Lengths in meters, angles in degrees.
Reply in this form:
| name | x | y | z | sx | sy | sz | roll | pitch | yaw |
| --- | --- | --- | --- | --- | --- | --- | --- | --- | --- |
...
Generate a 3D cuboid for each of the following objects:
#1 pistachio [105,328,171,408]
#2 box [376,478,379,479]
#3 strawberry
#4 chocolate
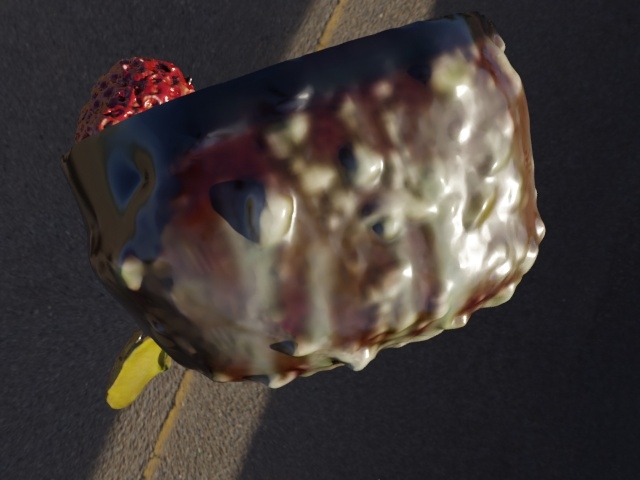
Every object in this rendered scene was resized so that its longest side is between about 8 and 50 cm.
| name | x | y | z | sx | sy | sz | roll | pitch | yaw |
| --- | --- | --- | --- | --- | --- | --- | --- | --- | --- |
| pistachio | -0.271 | 0.181 | 0.978 | 0.089 | 0.049 | 0.173 | 10 | 123 | -46 |
| box | 0.038 | 0.613 | 0.913 | 0.373 | 0.138 | 0.420 | -15 | 54 | -33 |
| strawberry | -0.290 | -0.206 | 0.965 | 0.190 | 0.236 | 0.111 | -5 | 120 | 22 |
| chocolate | 0.011 | -0.014 | 0.472 | 0.340 | 0.225 | 0.210 | -21 | 98 | -13 |
